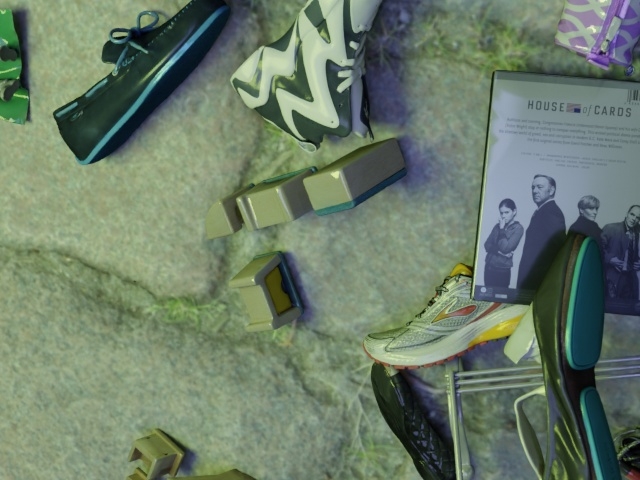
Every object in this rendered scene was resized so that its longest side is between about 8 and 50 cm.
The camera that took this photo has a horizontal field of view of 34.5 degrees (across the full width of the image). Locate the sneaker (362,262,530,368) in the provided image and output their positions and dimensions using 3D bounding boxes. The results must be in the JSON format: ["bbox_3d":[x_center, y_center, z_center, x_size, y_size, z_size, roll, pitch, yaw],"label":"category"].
[{"bbox_3d":[0.150,0.074,1.138,0.225,0.088,0.092,-23,95,10],"label":"sneaker"}]

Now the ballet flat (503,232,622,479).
[{"bbox_3d":[0.231,0.134,1.011,0.096,0.095,0.280,-8,79,33],"label":"ballet flat"}]

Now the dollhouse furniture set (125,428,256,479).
[{"bbox_3d":[-0.181,0.356,1.311,0.161,0.101,0.181,35,114,28],"label":"dollhouse furniture set"}]

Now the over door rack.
[{"bbox_3d":[0.255,0.267,1.081,0.240,0.108,0.324,-8,59,16],"label":"over door rack"}]

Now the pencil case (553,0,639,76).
[{"bbox_3d":[0.292,-0.267,0.995,0.086,0.088,0.206,17,108,7],"label":"pencil case"}]

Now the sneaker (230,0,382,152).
[{"bbox_3d":[0.032,-0.184,1.082,0.235,0.094,0.153,-39,95,21],"label":"sneaker"}]

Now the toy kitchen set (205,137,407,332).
[{"bbox_3d":[0.000,0.000,1.150,0.207,0.122,0.166,-12,104,38],"label":"toy kitchen set"}]

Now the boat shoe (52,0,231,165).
[{"bbox_3d":[-0.210,-0.189,1.135,0.258,0.109,0.089,-41,89,19],"label":"boat shoe"}]

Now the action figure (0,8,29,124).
[{"bbox_3d":[-0.466,-0.209,1.219,0.232,0.063,0.137,7,110,16],"label":"action figure"}]

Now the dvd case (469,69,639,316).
[{"bbox_3d":[0.255,-0.048,1.061,0.179,0.029,0.238,6,94,4],"label":"dvd case"}]

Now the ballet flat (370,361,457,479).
[{"bbox_3d":[0.110,0.211,1.209,0.173,0.049,0.057,61,152,-6],"label":"ballet flat"}]

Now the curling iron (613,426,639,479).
[{"bbox_3d":[0.443,0.302,1.149,0.274,0.035,0.068,38,111,1],"label":"curling iron"}]
